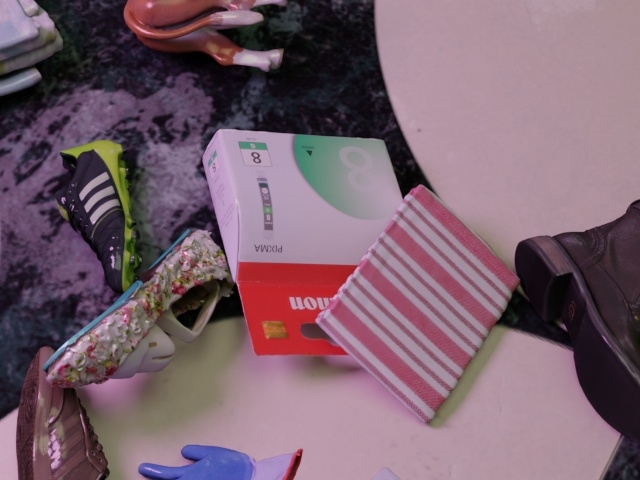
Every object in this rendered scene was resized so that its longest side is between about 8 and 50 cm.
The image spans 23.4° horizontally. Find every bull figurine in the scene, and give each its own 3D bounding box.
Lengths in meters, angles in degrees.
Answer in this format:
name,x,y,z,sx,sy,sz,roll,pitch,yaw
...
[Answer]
name,x,y,z,sx,sy,sz,roll,pitch,yaw
bull figurine,-0.112,-0.309,1.632,0.188,0.101,0.310,12,55,-4

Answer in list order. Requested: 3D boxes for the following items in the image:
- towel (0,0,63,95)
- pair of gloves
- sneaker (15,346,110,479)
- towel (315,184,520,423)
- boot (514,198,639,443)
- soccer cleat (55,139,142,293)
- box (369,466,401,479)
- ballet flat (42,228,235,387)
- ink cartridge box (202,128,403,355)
name,x,y,z,sx,sy,sz,roll,pitch,yaw
towel,-0.484,-0.237,1.531,0.374,0.090,0.320,-20,59,-22
pair of gloves,-0.101,0.226,1.255,0.159,0.023,0.198,-10,27,20
sneaker,-0.217,0.182,1.318,0.071,0.066,0.188,11,57,-25
towel,0.093,0.057,1.443,0.144,0.029,0.197,44,57,-10
boot,0.334,0.053,1.474,0.229,0.091,0.263,-17,59,-19
soccer cleat,-0.209,-0.020,1.452,0.072,0.060,0.179,-10,52,-4
box,0.058,0.353,1.200,0.262,0.127,0.231,41,60,17
ballet flat,-0.145,0.068,1.358,0.077,0.091,0.241,43,42,0
ink cartridge box,0.000,0.000,1.449,0.181,0.056,0.224,2,52,-27
